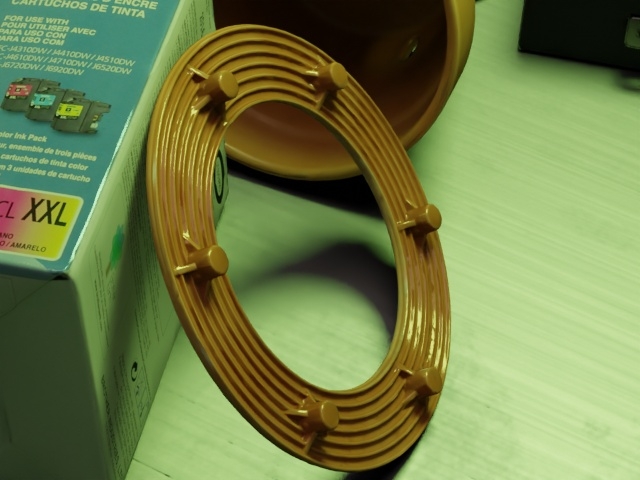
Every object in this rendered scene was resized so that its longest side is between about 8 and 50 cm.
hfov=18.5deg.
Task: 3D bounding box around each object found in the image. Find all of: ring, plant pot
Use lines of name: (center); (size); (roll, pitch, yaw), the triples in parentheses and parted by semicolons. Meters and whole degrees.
ring: (0.000, 0.000, 1.417); (0.032, 0.336, 0.336); (-19, 38, 34)
plant pot: (0.006, -0.221, 1.633); (0.291, 0.290, 0.203); (18, 34, 13)

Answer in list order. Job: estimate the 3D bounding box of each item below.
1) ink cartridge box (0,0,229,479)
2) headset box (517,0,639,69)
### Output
ink cartridge box: (-0.174, -0.042, 1.449); (0.151, 0.270, 0.395); (10, 49, 11)
headset box: (0.321, -0.277, 1.769); (0.246, 0.131, 0.283); (10, 49, 6)
